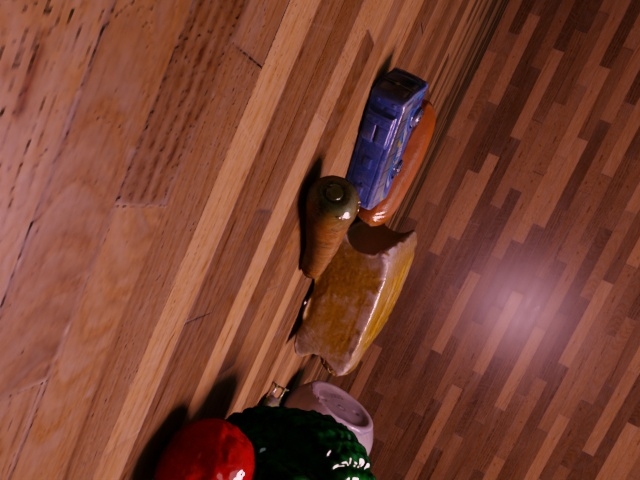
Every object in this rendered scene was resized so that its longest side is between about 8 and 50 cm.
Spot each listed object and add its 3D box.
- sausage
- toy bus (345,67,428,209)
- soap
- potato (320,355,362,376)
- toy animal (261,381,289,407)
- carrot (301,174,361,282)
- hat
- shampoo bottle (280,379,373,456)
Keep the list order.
[{"bbox_3d":[0.149,-0.157,1.059,0.275,0.105,0.105,-64,169,0],"label":"sausage"},{"bbox_3d":[0.106,-0.163,0.894,0.094,0.079,0.237,-51,163,-44],"label":"toy bus"},{"bbox_3d":[0.089,0.106,1.203,0.294,0.156,0.335,-68,164,15],"label":"soap"},{"bbox_3d":[0.075,0.338,1.710,0.173,0.140,0.300,-61,173,7],"label":"potato"},{"bbox_3d":[-0.102,0.359,1.199,0.075,0.041,0.217,-62,173,-4],"label":"toy animal"},{"bbox_3d":[0.000,0.000,0.826,0.078,0.078,0.298,-58,173,-28],"label":"carrot"},{"bbox_3d":[-0.089,0.337,0.707,0.332,0.274,0.243,44,37,-55],"label":"hat"},{"bbox_3d":[-0.011,0.550,1.443,0.266,0.273,0.273,-56,170,5],"label":"shampoo bottle"}]
